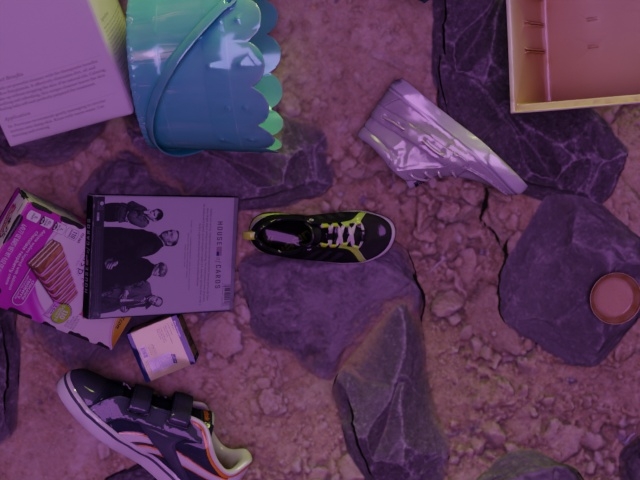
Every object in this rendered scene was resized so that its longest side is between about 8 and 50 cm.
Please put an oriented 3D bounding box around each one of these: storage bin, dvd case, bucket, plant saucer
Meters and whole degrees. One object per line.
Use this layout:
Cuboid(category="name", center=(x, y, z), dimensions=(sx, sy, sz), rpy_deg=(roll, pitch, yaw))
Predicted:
Cuboid(category="storage bin", center=(0.409, -0.322, 1.399), dimensions=(0.260, 0.123, 0.263), rpy_deg=(0, 97, 36))
Cuboid(category="dvd case", center=(-0.232, 0.021, 1.458), dimensions=(0.238, 0.029, 0.180), rpy_deg=(-1, 98, -37))
Cuboid(category="bucket", center=(-0.155, -0.250, 1.379), dimensions=(0.183, 0.281, 0.281), rpy_deg=(-3, 96, 4))
Cuboid(category="plant saucer", center=(0.467, 0.091, 1.561), dimensions=(0.083, 0.015, 0.084), rpy_deg=(0, 96, -2))

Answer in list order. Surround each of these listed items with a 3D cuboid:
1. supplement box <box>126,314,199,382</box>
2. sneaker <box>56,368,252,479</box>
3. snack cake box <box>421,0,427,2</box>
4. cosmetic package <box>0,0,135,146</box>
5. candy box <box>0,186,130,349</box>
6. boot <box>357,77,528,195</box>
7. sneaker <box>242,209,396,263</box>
Cuboid(category="supplement box", center=(-0.243, 0.161, 1.519), dimensions=(0.083, 0.056, 0.083), rpy_deg=(-21, 97, 0))
Cuboid(category="sneaker", center=(-0.244, 0.278, 1.500), dimensions=(0.321, 0.126, 0.127), rpy_deg=(42, 97, -17))
Cuboid(category="snack cake box", center=(0.197, -0.485, 1.419), dimensions=(0.089, 0.152, 0.264), rpy_deg=(31, 95, -6))
Cuboid(category="cosmetic package", center=(-0.394, -0.337, 1.342), dimensions=(0.196, 0.155, 0.366), rpy_deg=(-13, 117, 6))
Cuboid(category="candy box", center=(-0.372, 0.045, 1.441), dimensions=(0.233, 0.071, 0.159), rpy_deg=(28, 95, -37))
Cuboid(category="boot", center=(0.181, -0.122, 1.498), dimensions=(0.258, 0.095, 0.123), rpy_deg=(39, 99, 3))
Cuboid(category="sneaker", center=(0.000, 0.000, 1.491), dimensions=(0.234, 0.097, 0.084), rpy_deg=(-1, 97, -2))
